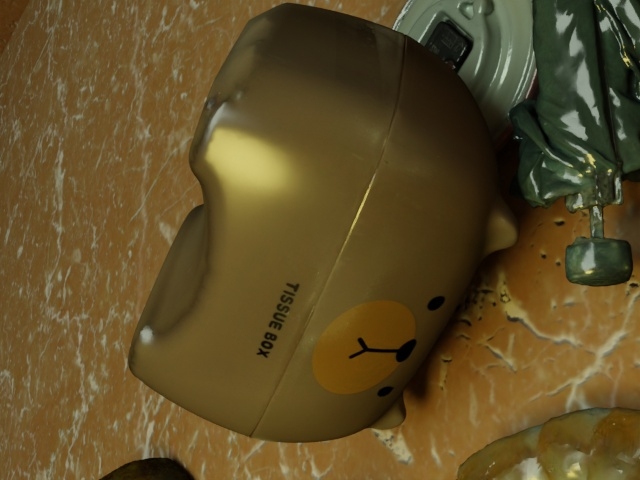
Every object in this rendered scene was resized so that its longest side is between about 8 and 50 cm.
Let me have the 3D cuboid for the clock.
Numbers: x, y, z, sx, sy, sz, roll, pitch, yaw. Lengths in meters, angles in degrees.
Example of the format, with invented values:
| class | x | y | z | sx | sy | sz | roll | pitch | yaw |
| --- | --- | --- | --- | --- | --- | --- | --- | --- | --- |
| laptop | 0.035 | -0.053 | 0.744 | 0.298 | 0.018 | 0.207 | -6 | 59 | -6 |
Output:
| class | x | y | z | sx | sy | sz | roll | pitch | yaw |
| --- | --- | --- | --- | --- | --- | --- | --- | --- | --- |
| clock | 0.139 | -0.182 | 0.861 | 0.244 | 0.056 | 0.245 | -23 | 61 | 49 |

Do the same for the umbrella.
| class | x | y | z | sx | sy | sz | roll | pitch | yaw |
| --- | --- | --- | --- | --- | --- | --- | --- | --- | --- |
| umbrella | 0.227 | -0.133 | 0.688 | 0.143 | 0.094 | 0.349 | -13 | 71 | 45 |

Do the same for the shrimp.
| class | x | y | z | sx | sy | sz | roll | pitch | yaw |
| --- | --- | --- | --- | --- | --- | --- | --- | --- | --- |
| shrimp | 0.210 | 0.210 | 0.602 | 0.287 | 0.068 | 0.185 | 31 | 88 | 48 |

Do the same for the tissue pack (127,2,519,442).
| class | x | y | z | sx | sy | sz | roll | pitch | yaw |
| --- | --- | --- | --- | --- | --- | --- | --- | --- | --- |
| tissue pack | 0.000 | 0.000 | 0.781 | 0.267 | 0.276 | 0.387 | -82 | 14 | -55 |

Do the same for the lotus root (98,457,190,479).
| class | x | y | z | sx | sy | sz | roll | pitch | yaw |
| --- | --- | --- | --- | --- | --- | --- | --- | --- | --- |
| lotus root | -0.239 | 0.442 | 1.114 | 0.314 | 0.142 | 0.210 | 43 | 113 | 50 |
